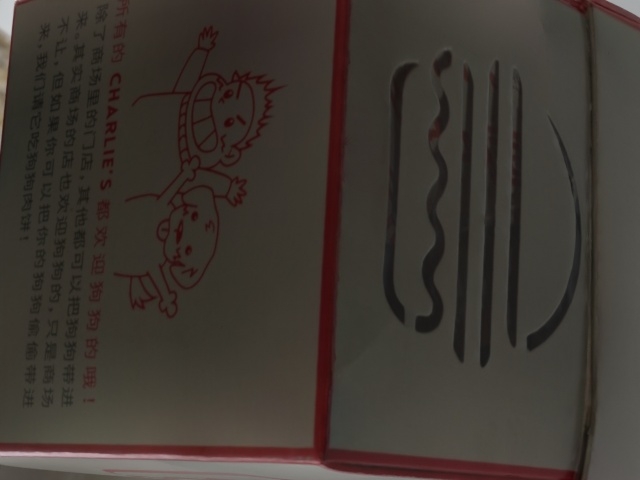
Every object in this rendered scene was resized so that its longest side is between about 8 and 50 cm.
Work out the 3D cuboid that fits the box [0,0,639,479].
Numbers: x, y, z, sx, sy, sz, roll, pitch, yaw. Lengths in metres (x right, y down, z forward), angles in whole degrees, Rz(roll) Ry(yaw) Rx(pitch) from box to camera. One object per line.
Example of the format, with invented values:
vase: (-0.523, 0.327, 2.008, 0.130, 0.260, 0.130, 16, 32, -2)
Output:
box: (0.000, 0.000, 0.894, 0.312, 0.300, 0.314, -7, -104, 43)
